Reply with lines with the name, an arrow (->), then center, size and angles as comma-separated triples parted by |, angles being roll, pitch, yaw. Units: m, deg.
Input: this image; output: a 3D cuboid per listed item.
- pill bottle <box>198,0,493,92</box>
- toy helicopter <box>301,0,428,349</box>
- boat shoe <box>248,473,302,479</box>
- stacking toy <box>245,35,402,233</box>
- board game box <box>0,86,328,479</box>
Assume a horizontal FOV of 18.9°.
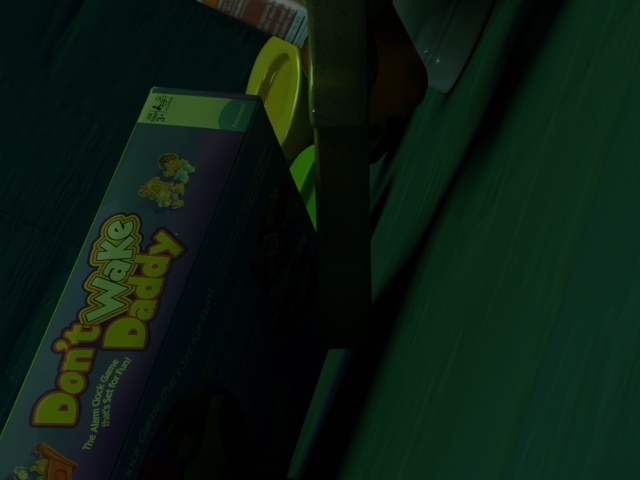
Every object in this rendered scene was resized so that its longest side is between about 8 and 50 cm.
pill bottle -> 0.018, -0.198, 1.473 | 0.121, 0.216, 0.121 | -156, 90, -86
toy helicopter -> 0.010, -0.102, 1.197 | 0.235, 0.140, 0.355 | -92, 1, -65
boat shoe -> -0.052, 0.184, 1.093 | 0.233, 0.079, 0.084 | -72, 6, -74
stacking toy -> 0.000, 0.000, 1.745 | 0.309, 0.130, 0.279 | -67, 29, 27
board game box -> -0.093, 0.111, 1.203 | 0.233, 0.078, 0.347 | 68, -145, -51
